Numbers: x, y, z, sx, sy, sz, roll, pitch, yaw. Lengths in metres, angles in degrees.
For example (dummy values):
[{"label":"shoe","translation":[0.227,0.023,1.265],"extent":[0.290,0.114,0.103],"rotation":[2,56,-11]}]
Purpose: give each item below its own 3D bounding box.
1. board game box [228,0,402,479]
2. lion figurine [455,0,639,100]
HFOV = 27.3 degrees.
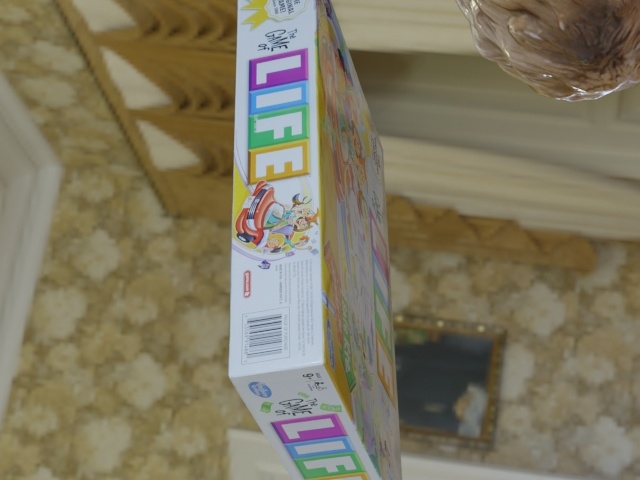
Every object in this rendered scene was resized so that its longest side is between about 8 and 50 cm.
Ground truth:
[{"label":"board game box","translation":[0.000,0.000,0.415],"extent":[0.103,0.026,0.154],"rotation":[66,-162,-52]},{"label":"lion figurine","translation":[0.146,-0.228,0.491],"extent":[0.392,0.142,0.240],"rotation":[-45,59,60]}]
